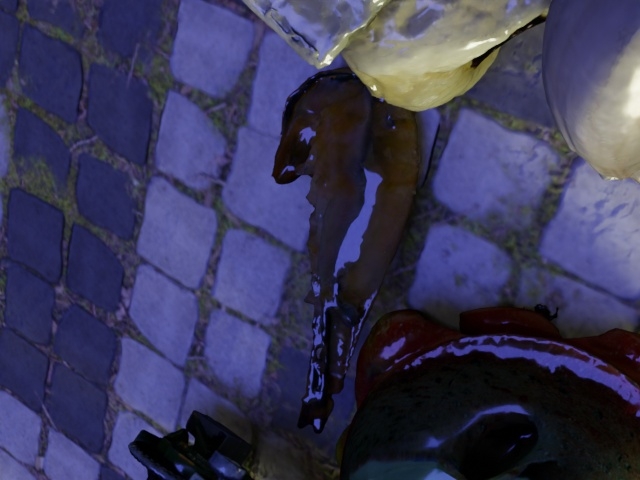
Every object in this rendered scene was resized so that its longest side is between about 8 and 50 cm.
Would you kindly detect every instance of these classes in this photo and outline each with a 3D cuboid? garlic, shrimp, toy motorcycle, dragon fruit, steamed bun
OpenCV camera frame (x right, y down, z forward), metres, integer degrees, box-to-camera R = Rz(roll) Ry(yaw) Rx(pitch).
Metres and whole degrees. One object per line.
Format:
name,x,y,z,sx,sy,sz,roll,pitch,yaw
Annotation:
garlic,0.194,-0.114,0.409,0.142,0.229,0.178,66,152,26
shrimp,0.008,0.005,0.651,0.117,0.066,0.262,25,105,40
toy motorcycle,-0.043,0.239,0.719,0.275,0.187,0.124,26,79,40
dragon fruit,0.124,0.168,0.598,0.295,0.130,0.268,-12,105,35
steamed bun,0.090,-0.167,0.492,0.155,0.141,0.172,-8,98,25

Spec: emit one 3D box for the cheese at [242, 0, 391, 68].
cheese,0.111,-0.249,0.408,0.400,0.034,0.085,-45,80,9
